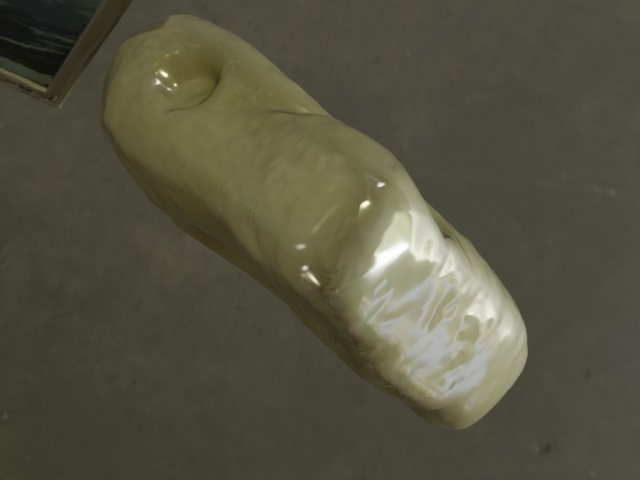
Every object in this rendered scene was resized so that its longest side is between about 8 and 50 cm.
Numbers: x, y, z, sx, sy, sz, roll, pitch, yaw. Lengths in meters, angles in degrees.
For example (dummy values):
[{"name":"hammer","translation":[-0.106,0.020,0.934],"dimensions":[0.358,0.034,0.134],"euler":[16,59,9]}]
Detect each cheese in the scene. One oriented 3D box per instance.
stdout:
[{"name":"cheese","translation":[0.000,0.000,1.092],"dimensions":[0.129,0.351,0.328],"euler":[-47,136,-6]}]

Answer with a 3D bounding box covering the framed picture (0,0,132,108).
[{"name":"framed picture","translation":[-0.313,-0.217,1.064],"dimensions":[0.335,0.247,0.022],"euler":[24,65,-16]}]
